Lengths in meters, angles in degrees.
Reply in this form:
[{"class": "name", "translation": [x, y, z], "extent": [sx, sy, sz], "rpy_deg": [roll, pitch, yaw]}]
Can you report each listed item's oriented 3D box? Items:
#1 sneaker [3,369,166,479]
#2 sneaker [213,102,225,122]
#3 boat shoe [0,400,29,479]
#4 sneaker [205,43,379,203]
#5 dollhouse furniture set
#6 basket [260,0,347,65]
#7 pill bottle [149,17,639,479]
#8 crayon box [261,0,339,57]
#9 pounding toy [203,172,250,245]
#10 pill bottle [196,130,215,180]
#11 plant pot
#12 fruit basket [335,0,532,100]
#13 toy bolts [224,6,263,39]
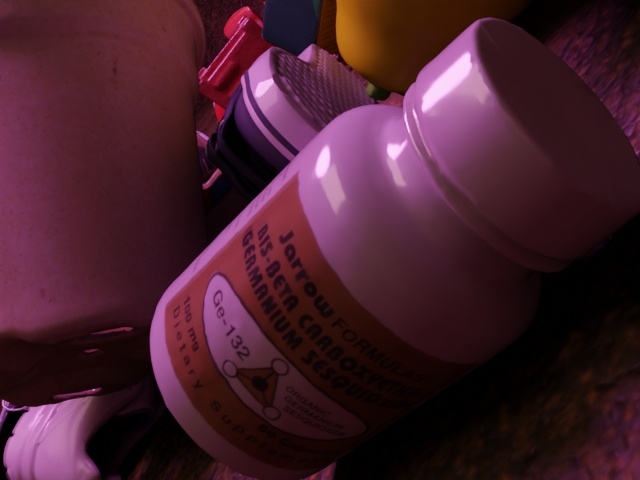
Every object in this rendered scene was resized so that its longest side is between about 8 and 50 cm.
[{"class": "sneaker", "translation": [-0.199, 0.134, 0.895], "extent": [0.129, 0.111, 0.297], "rpy_deg": [-2, 58, 34]}, {"class": "sneaker", "translation": [-0.114, -0.298, 1.606], "extent": [0.279, 0.107, 0.118], "rpy_deg": [-46, 26, 33]}, {"class": "boat shoe", "translation": [-0.443, 0.272, 1.312], "extent": [0.079, 0.095, 0.254], "rpy_deg": [-42, 20, 41]}, {"class": "sneaker", "translation": [-0.022, -0.073, 0.689], "extent": [0.127, 0.126, 0.321], "rpy_deg": [-45, 5, 14]}, {"class": "dollhouse furniture set", "translation": [-0.155, -0.119, 1.214], "extent": [0.374, 0.152, 0.201], "rpy_deg": [-52, 15, 5]}, {"class": "basket", "translation": [0.006, -0.428, 1.152], "extent": [0.223, 0.299, 0.213], "rpy_deg": [-45, 16, 37]}, {"class": "pill bottle", "translation": [0.029, 0.011, 0.415], "extent": [0.229, 0.131, 0.131], "rpy_deg": [-42, 18, 35]}, {"class": "crayon box", "translation": [0.045, -0.367, 0.913], "extent": [0.202, 0.081, 0.319], "rpy_deg": [-35, -32, -43]}, {"class": "pounding toy", "translation": [-0.102, 0.006, 0.890], "extent": [0.181, 0.094, 0.206], "rpy_deg": [-42, 18, 35]}, {"class": "pill bottle", "translation": [-0.267, -0.083, 1.363], "extent": [0.130, 0.130, 0.245], "rpy_deg": [-42, -4, 37]}, {"class": "plant pot", "translation": [-0.231, -0.030, 0.770], "extent": [0.334, 0.333, 0.305], "rpy_deg": [-38, 62, 45]}, {"class": "fruit basket", "translation": [0.121, -0.278, 0.639], "extent": [0.283, 0.392, 0.392], "rpy_deg": [-8, 32, 15]}, {"class": "toy bolts", "translation": [-0.017, -0.327, 1.411], "extent": [0.228, 0.158, 0.218], "rpy_deg": [-31, 65, 33]}]
